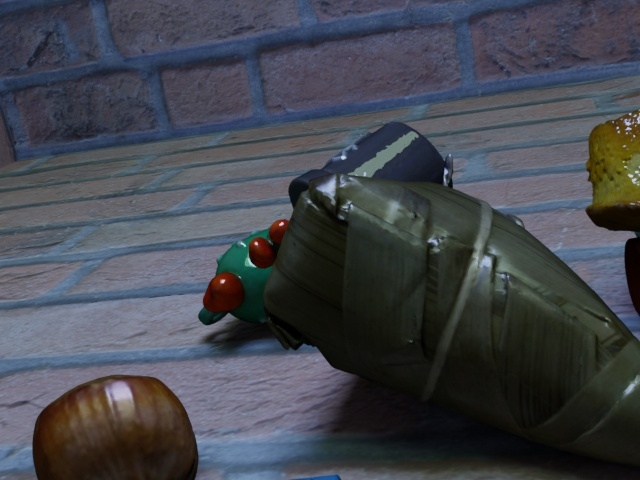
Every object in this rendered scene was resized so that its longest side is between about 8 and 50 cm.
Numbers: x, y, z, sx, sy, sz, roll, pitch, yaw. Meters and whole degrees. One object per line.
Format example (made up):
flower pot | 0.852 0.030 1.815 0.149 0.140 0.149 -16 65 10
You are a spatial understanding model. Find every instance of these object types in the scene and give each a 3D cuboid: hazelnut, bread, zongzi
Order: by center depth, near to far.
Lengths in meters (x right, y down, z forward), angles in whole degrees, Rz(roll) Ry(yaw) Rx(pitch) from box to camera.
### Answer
hazelnut | -0.192 0.204 0.824 0.150 0.150 0.150 -10 17 3
zongzi | 0.229 0.094 0.977 0.466 0.218 0.500 31 15 17
bread | 0.439 -0.087 1.003 0.268 0.146 0.268 -7 -6 -1

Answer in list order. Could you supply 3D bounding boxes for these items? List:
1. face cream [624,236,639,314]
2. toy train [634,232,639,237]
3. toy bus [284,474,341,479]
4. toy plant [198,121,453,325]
face cream | 0.476 0.028 1.014 0.214 0.096 0.096 -8 17 8
toy train | 0.534 -0.054 1.136 0.253 0.157 0.105 2 18 41
toy bus | -0.057 0.239 0.646 0.184 0.106 0.090 -9 15 5
toy plant | -0.005 0.000 1.238 0.400 0.185 0.279 -38 18 -18
